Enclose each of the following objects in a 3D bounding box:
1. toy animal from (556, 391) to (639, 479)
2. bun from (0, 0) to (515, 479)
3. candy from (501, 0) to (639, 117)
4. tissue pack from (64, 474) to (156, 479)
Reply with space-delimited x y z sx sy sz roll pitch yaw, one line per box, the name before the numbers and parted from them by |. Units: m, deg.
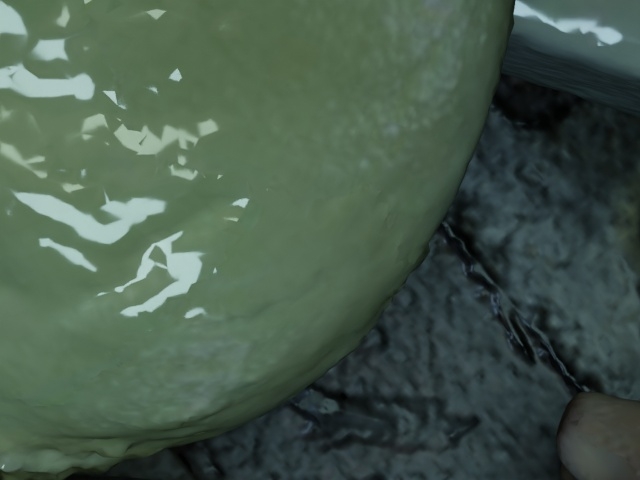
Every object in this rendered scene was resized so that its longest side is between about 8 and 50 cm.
toy animal | 0.199 0.145 0.639 0.269 0.237 0.326 29 82 13
bun | -0.123 -0.103 0.578 0.364 0.202 0.364 -8 76 35
candy | 0.211 -0.097 0.680 0.358 0.208 0.145 18 93 -3
tissue pack | -0.203 0.117 0.621 0.325 0.170 0.071 1 85 -5
